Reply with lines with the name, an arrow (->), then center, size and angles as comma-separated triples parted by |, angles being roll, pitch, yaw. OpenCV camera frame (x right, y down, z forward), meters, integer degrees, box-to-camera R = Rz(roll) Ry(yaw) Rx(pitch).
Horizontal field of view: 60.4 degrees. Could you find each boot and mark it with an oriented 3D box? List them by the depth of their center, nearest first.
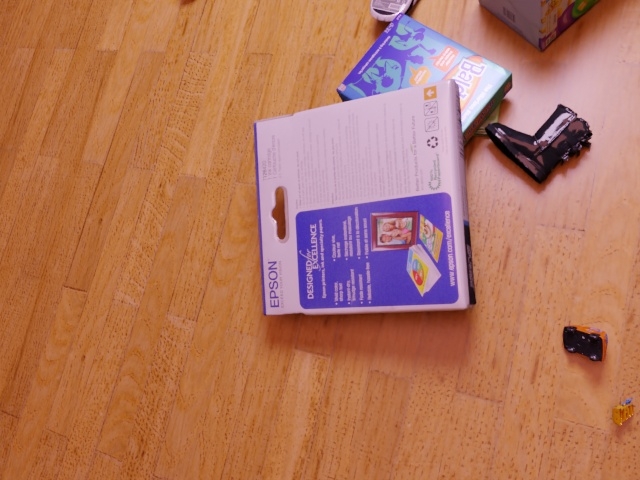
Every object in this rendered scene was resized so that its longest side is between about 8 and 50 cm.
boot -> 0.308, -0.150, 0.772 | 0.099, 0.045, 0.121 | -45, 73, 8

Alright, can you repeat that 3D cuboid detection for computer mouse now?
computer mouse -> 0.142, -0.438, 0.923 | 0.106, 0.042, 0.193 | 24, 80, 21

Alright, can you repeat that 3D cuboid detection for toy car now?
toy car -> 0.348, 0.162, 0.687 | 0.040, 0.060, 0.122 | -13, 86, -27

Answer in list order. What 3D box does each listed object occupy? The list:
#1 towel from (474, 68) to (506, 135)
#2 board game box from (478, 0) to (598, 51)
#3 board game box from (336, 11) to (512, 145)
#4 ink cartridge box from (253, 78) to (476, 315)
towel -> 0.200, -0.218, 0.847 | 0.151, 0.023, 0.113 | 7, 79, 23
board game box -> 0.369, -0.438, 0.774 | 0.275, 0.142, 0.144 | -42, 65, 7
board game box -> 0.153, -0.229, 0.831 | 0.210, 0.047, 0.160 | 39, 90, 24
ink cartridge box -> 0.054, -0.048, 0.789 | 0.307, 0.072, 0.304 | -6, 85, 29
